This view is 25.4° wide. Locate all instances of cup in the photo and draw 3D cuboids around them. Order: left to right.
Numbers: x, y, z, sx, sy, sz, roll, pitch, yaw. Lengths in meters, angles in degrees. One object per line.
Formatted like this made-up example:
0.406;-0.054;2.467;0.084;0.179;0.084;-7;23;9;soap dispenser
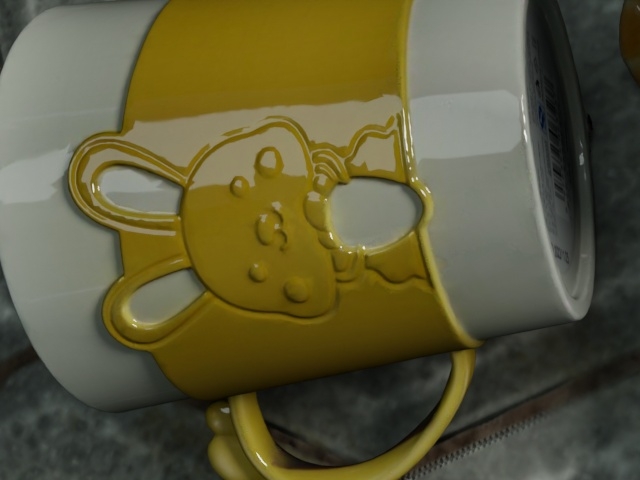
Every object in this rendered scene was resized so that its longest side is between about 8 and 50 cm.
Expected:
0.000;0.000;0.612;0.226;0.185;0.241;-8;104;19;cup

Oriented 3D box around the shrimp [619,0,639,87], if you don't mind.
0.205;-0.106;0.596;0.162;0.045;0.095;-25;64;16;shrimp
